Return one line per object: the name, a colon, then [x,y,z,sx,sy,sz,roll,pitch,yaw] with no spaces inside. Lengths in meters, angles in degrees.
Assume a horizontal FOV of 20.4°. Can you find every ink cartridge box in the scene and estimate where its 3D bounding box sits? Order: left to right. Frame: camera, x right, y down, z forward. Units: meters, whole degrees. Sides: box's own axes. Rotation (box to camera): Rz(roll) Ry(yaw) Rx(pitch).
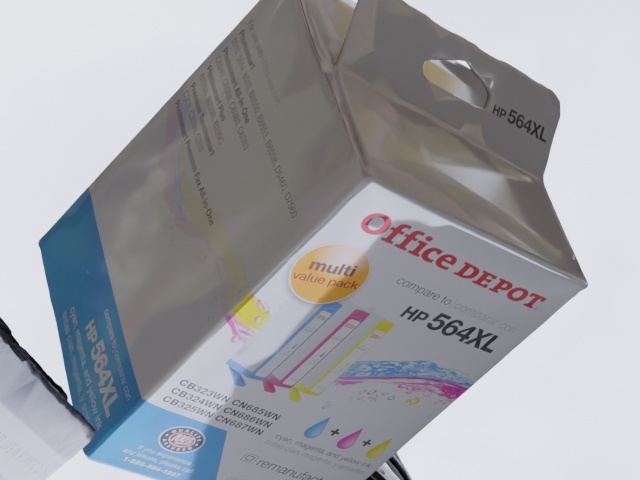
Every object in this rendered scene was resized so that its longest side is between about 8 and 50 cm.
ink cartridge box: [0.000,0.000,0.522,0.143,0.092,0.090,-45,-138,27]

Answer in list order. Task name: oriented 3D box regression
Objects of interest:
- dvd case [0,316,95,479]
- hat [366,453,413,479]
dvd case: [-0.144,0.090,0.339,0.221,0.164,0.018,-38,-101,-9]
hat: [0.000,0.180,1.102,0.134,0.331,0.331,-43,-143,0]
